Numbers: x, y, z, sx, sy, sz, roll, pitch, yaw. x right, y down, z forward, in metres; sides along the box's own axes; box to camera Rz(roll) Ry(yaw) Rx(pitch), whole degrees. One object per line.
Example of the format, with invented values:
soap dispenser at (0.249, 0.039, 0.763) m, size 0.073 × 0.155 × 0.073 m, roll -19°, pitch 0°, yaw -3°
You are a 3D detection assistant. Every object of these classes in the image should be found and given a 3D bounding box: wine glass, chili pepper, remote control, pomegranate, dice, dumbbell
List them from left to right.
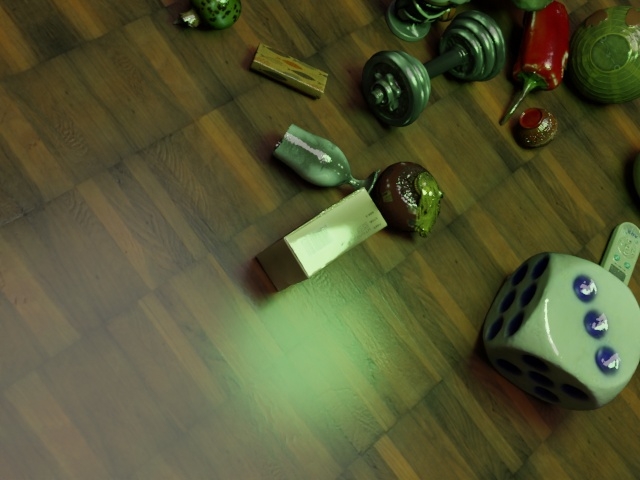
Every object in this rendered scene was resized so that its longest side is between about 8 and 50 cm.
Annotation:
pomegranate at (-0.243, -0.500, 1.592) m, size 0.161 × 0.122 × 0.122 m, roll -33°, pitch 86°, yaw -1°
wine glass at (0.011, -0.162, 1.578) m, size 0.222 × 0.103 × 0.103 m, roll 31°, pitch 64°, yaw -11°
dumbbell at (0.266, -0.400, 1.717) m, size 0.406 × 0.179 × 0.179 m, roll -30°, pitch 85°, yaw -27°
chili pepper at (0.553, -0.443, 1.861) m, size 0.131 × 0.134 × 0.338 m, roll 15°, pitch 65°, yaw 4°
dice at (0.513, 0.193, 1.584) m, size 0.251 × 0.243 × 0.259 m, roll 35°, pitch 66°, yaw -8°
remote control at (0.733, 0.049, 1.828) m, size 0.078 × 0.042 × 0.221 m, roll 36°, pitch 64°, yaw -8°

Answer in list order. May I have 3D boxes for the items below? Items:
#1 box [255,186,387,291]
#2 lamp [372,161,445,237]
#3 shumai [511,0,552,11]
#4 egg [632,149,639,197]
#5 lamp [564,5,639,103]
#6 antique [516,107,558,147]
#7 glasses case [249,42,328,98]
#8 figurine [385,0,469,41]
box at (0.000, 0.000, 1.481) m, size 0.212 × 0.168 × 0.095 m, roll -33°, pitch 90°, yaw -28°
lamp at (0.195, -0.099, 1.611) m, size 0.157 × 0.135 × 0.156 m, roll 19°, pitch 66°, yaw -13°
shumai at (0.410, -0.750, 1.819) m, size 0.324 × 0.323 × 0.397 m, roll -45°, pitch 126°, yaw -38°
egg at (0.917, -0.138, 1.867) m, size 0.218 × 0.218 × 0.295 m, roll -23°, pitch 90°, yaw -26°
lamp at (0.772, -0.476, 1.923) m, size 0.284 × 0.250 × 0.250 m, roll -13°, pitch 75°, yaw -60°
antique at (0.534, -0.275, 1.828) m, size 0.104 × 0.104 × 0.104 m, roll 7°, pitch 70°, yaw -20°
glasses case at (-0.070, -0.373, 1.651) m, size 0.170 × 0.041 × 0.065 m, roll 22°, pitch 55°, yaw -13°
figurine at (0.268, -0.578, 1.744) m, size 0.176 × 0.236 × 0.133 m, roll -7°, pitch 74°, yaw -22°
